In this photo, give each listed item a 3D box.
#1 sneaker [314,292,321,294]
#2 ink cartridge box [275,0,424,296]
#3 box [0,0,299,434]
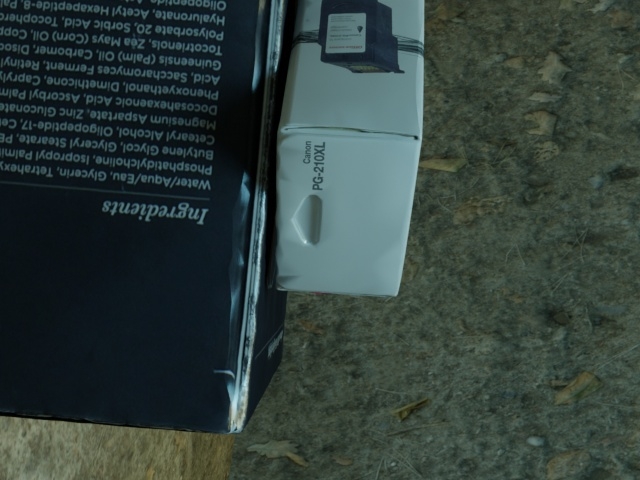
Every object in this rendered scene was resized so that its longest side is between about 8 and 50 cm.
[{"bbox_3d":[0.000,0.000,1.126,0.170,0.063,0.074,106,-9,-69],"label":"sneaker"},{"bbox_3d":[0.024,-0.097,0.821,0.172,0.100,0.237,93,2,-47],"label":"ink cartridge box"},{"bbox_3d":[-0.166,-0.102,0.960,0.480,0.298,0.471,55,39,-88],"label":"box"}]
